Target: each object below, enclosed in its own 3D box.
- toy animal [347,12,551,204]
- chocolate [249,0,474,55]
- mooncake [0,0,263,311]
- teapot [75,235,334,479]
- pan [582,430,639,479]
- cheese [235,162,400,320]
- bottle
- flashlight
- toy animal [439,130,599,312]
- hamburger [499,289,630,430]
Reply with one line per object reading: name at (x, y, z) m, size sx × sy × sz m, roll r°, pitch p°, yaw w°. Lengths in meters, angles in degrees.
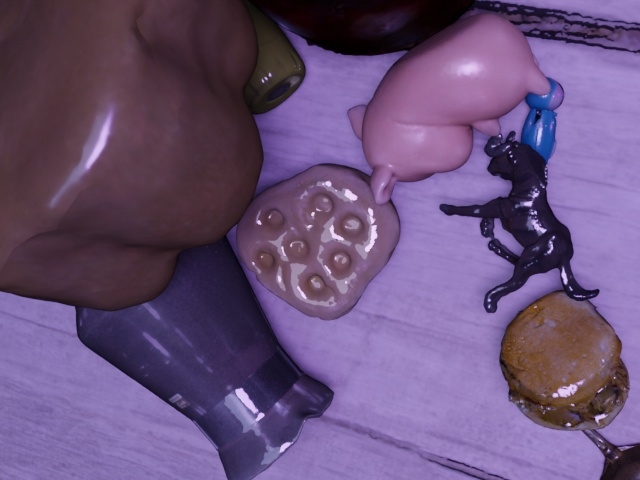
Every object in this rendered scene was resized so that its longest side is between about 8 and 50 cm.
toy animal at (0.149, -0.170, 0.832) m, size 0.154 × 0.166 × 0.250 m, roll 35°, pitch 120°, yaw -19°
chocolate at (0.023, -0.402, 0.764) m, size 0.383 × 0.331 × 0.384 m, roll 4°, pitch 100°, yaw 22°
mooncake at (-0.283, -0.158, 0.763) m, size 0.467 × 0.262 × 0.467 m, roll -8°, pitch 75°, yaw 33°
teapot at (-0.175, 0.167, 0.985) m, size 0.344 × 0.253 × 0.300 m, roll 51°, pitch 144°, yaw 1°
pan at (0.404, 0.322, 0.881) m, size 0.202 × 0.048 × 0.128 m, roll 20°, pitch 105°, yaw 17°
cheese at (0.000, 0.000, 0.944) m, size 0.235 × 0.117 × 0.218 m, roll 0°, pitch 100°, yaw 19°
bottle at (-0.134, -0.310, 0.948) m, size 0.112 × 0.112 × 0.260 m, roll -38°, pitch 84°, yaw 21°
flashlight at (0.280, -0.145, 0.858) m, size 0.051 × 0.051 × 0.129 m, roll 12°, pitch 108°, yaw 18°
toy animal at (0.249, -0.017, 0.839) m, size 0.148 × 0.084 × 0.233 m, roll -38°, pitch 69°, yaw 46°
hamburger at (0.303, 0.154, 0.849) m, size 0.159 × 0.131 × 0.185 m, roll -34°, pitch 43°, yaw 6°
